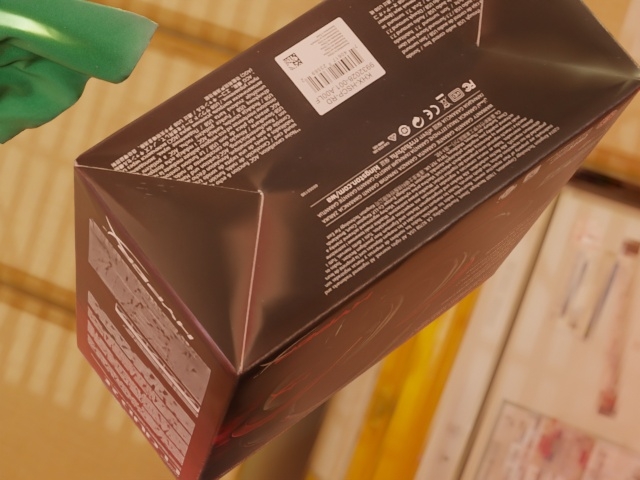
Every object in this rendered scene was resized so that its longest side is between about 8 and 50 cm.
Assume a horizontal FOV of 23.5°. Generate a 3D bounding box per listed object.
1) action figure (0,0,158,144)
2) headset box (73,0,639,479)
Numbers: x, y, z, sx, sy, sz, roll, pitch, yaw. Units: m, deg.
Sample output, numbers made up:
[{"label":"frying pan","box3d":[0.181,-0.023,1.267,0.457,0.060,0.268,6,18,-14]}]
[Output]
[{"label":"action figure","box3d":[-0.211,-0.108,0.739,0.137,0.063,0.232,-34,-30,34]},{"label":"headset box","box3d":[0.000,0.000,0.735,0.218,0.110,0.293,-35,-11,-19]}]
